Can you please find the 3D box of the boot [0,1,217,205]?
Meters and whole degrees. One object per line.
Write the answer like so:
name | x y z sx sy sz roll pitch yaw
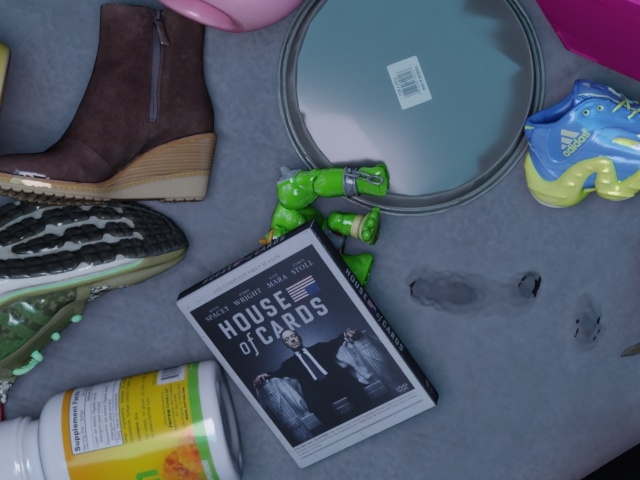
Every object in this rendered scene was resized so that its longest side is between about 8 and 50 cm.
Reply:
boot | -0.228 -0.142 1.257 0.248 0.090 0.207 -2 87 -29

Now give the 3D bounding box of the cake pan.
cake pan | 0.098 -0.171 1.294 0.293 0.054 0.293 0 93 2

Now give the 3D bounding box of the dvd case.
dvd case | -0.014 0.114 1.270 0.179 0.029 0.239 -29 107 22

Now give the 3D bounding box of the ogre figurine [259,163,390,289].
ogre figurine | 0.000 0.000 1.284 0.118 0.197 0.097 17 49 11

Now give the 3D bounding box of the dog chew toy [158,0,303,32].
dog chew toy | -0.064 -0.384 1.222 0.206 0.206 0.332 22 85 0

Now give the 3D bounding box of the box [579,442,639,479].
box | 0.315 0.337 1.239 0.184 0.103 0.261 49 122 1

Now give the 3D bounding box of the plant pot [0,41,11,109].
plant pot | -0.448 -0.146 1.224 0.239 0.254 0.254 11 93 -14

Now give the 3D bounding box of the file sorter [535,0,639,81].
file sorter | 0.369 -0.251 1.151 0.290 0.202 0.182 33 89 35

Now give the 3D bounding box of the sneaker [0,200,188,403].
sneaker | -0.333 0.080 1.276 0.410 0.158 0.182 -19 131 -16

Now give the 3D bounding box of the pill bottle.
pill bottle | -0.215 0.217 1.279 0.245 0.136 0.136 -12 93 2

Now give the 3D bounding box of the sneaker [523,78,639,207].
sneaker | 0.317 -0.108 1.232 0.240 0.091 0.126 -13 120 21

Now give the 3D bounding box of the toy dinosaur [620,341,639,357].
toy dinosaur | 0.429 0.009 1.281 0.313 0.121 0.160 -37 80 7

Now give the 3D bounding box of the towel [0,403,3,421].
towel | -0.469 0.205 1.337 0.237 0.037 0.329 0 95 -1
